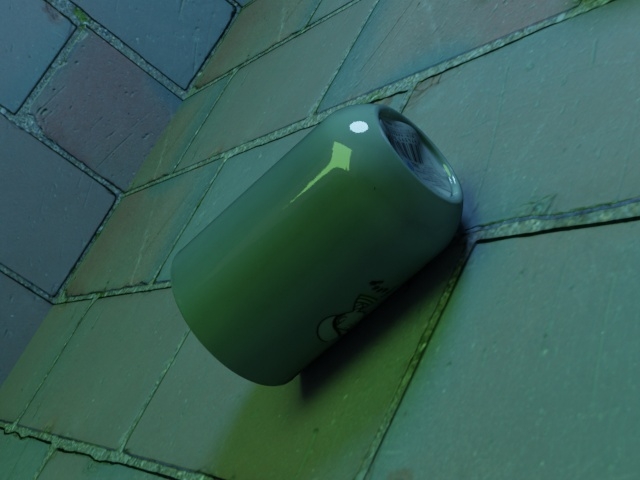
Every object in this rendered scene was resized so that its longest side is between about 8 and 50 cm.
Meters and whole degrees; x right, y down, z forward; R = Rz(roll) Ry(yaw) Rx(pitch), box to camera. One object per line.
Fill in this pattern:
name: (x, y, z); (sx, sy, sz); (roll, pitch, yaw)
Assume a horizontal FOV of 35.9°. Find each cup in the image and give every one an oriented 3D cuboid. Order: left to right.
cup: (0.000, 0.000, 1.128); (0.312, 0.205, 0.205); (-41, 25, 25)
